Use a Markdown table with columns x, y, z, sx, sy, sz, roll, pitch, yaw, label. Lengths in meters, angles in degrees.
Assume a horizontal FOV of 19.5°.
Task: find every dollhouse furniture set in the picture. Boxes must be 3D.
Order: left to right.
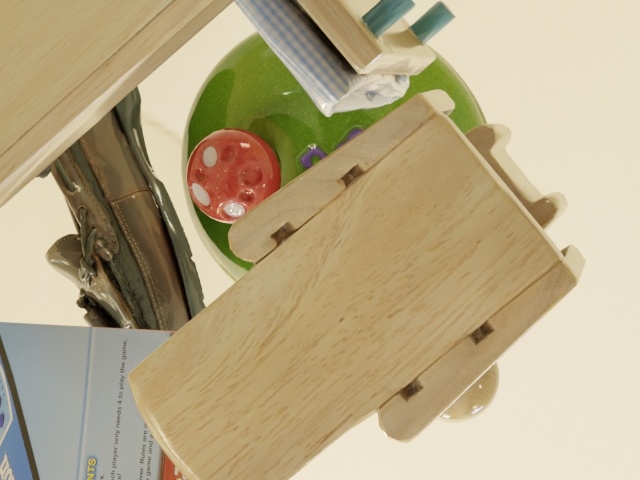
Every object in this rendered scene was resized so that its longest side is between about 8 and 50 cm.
| x | y | z | sx | sy | sz | roll | pitch | yaw | label |
| --- | --- | --- | --- | --- | --- | --- | --- | --- | --- |
| -0.063 | -0.049 | 0.674 | 0.198 | 0.303 | 0.286 | -40 | -92 | 13 | dollhouse furniture set |

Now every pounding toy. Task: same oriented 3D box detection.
| x | y | z | sx | sy | sz | roll | pitch | yaw | label |
| --- | --- | --- | --- | --- | --- | --- | --- | --- | --- |
| 0.000 | 0.000 | 1.021 | 0.183 | 0.110 | 0.237 | -4 | -75 | 18 | pounding toy |

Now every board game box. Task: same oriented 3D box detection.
| x | y | z | sx | sy | sz | roll | pitch | yaw | label |
| --- | --- | --- | --- | --- | --- | --- | --- | --- | --- |
| -0.115 | 0.171 | 0.687 | 0.145 | 0.027 | 0.281 | 2 | -97 | 32 | board game box |

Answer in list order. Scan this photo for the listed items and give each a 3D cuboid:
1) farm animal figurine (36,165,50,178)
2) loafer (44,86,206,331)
| x | y | z | sx | sy | sz | roll | pitch | yaw | label |
| --- | --- | --- | --- | --- | --- | --- | --- | --- | --- |
| -0.286 | 0.114 | 0.905 | 0.326 | 0.172 | 0.330 | -3 | -98 | -8 | farm animal figurine |
| -0.130 | -0.017 | 1.052 | 0.084 | 0.096 | 0.267 | -15 | -100 | -16 | loafer |
